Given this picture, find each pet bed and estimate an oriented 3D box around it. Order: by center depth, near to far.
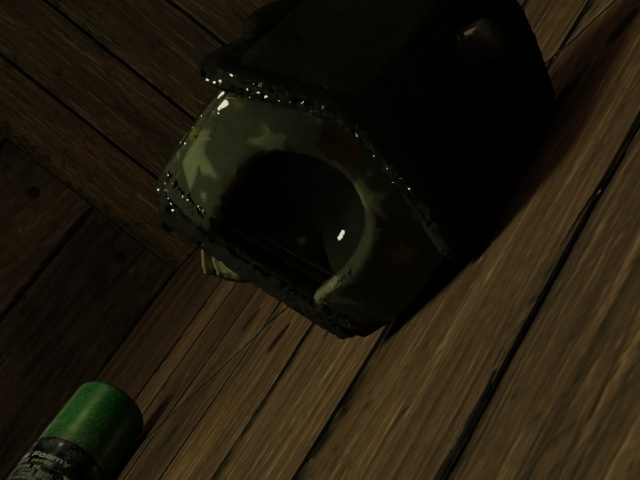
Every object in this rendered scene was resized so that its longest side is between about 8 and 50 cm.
[{"bbox_3d":[0.030,-0.074,0.979,0.159,0.183,0.211,-55,0,42],"label":"pet bed"}]

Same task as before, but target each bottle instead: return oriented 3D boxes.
[{"bbox_3d":[-0.296,0.283,1.729,0.093,0.093,0.330,-46,8,46],"label":"bottle"}]

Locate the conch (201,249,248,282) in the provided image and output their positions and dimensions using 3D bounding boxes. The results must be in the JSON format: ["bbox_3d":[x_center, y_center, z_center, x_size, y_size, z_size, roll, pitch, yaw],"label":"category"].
[{"bbox_3d":[-0.056,-0.027,1.614,0.155,0.130,0.207,-38,-8,4],"label":"conch"}]

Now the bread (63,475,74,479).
[{"bbox_3d":[-0.204,0.250,1.299,0.122,0.073,0.149,-54,6,-5],"label":"bread"}]
